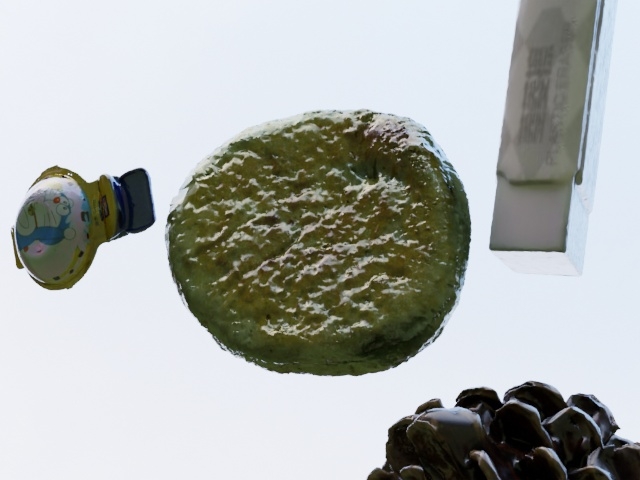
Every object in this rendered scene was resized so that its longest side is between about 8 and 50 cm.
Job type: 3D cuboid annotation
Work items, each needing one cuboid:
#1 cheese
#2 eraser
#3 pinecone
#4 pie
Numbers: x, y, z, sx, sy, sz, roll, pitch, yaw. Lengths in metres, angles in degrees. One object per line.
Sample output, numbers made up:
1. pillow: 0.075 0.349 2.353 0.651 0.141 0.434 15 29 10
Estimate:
1. cheese: -0.295 -0.025 1.508 0.250 0.157 0.064 -19 -13 33
2. eraser: 0.223 -0.172 1.139 0.082 0.397 0.213 6 -7 17
3. pinecone: 0.149 0.228 0.974 0.243 0.257 0.243 1 -88 21
4. pie: 0.000 0.000 1.100 0.277 0.277 0.078 -3 -28 12
